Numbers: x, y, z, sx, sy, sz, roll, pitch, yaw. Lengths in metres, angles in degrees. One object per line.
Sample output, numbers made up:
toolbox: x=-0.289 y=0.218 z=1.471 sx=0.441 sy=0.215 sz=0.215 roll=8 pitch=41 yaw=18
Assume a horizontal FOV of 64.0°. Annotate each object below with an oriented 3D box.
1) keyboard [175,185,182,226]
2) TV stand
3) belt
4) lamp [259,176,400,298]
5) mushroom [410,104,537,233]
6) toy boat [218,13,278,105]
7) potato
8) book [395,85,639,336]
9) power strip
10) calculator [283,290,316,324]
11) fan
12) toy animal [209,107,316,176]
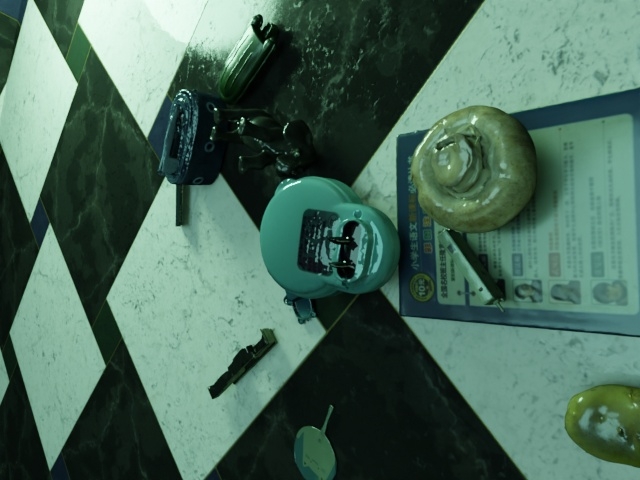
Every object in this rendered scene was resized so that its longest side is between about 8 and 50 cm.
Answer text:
keyboard: x=-0.351 y=-0.122 z=1.274 sx=0.055 sy=0.014 sz=0.176 roll=-173 pitch=84 yaw=-80
TV stand: x=-0.174 y=0.269 z=1.108 sx=0.249 sy=0.042 sz=0.036 roll=-48 pitch=62 yaw=32
belt: x=-0.296 y=-0.229 z=1.163 sx=0.122 sy=0.128 sz=0.218 roll=29 pitch=110 yaw=38
lamp: x=0.009 y=0.000 z=0.867 sx=0.284 sy=0.147 sz=0.210 roll=17 pitch=102 yaw=56
mushroom: x=0.192 y=-0.091 z=0.664 sx=0.166 sy=0.127 sz=0.166 roll=-7 pitch=81 yaw=49
toy boat: x=-0.162 y=-0.379 z=1.095 sx=0.210 sy=0.052 sz=0.104 roll=-46 pitch=63 yaw=34
potato: x=0.362 y=0.216 z=0.597 sx=0.137 sy=0.070 sz=0.092 roll=-2 pitch=90 yaw=44
book: x=0.286 y=-0.029 z=0.688 sx=0.427 sy=0.039 sz=0.300 roll=-1 pitch=89 yaw=43
power strip: x=0.208 y=0.041 z=0.698 sx=0.019 sy=0.051 sz=0.136 roll=-42 pitch=63 yaw=26
calculator: x=-0.043 y=0.091 z=1.005 sx=0.094 sy=0.019 sz=0.141 roll=-28 pitch=73 yaw=40
fan: x=-0.003 y=0.386 z=0.975 sx=0.113 sy=0.005 sz=0.176 roll=31 pitch=111 yaw=39
toy animal: x=-0.102 y=-0.192 z=0.975 sx=0.245 sy=0.146 sz=0.115 roll=52 pitch=128 yaw=31
